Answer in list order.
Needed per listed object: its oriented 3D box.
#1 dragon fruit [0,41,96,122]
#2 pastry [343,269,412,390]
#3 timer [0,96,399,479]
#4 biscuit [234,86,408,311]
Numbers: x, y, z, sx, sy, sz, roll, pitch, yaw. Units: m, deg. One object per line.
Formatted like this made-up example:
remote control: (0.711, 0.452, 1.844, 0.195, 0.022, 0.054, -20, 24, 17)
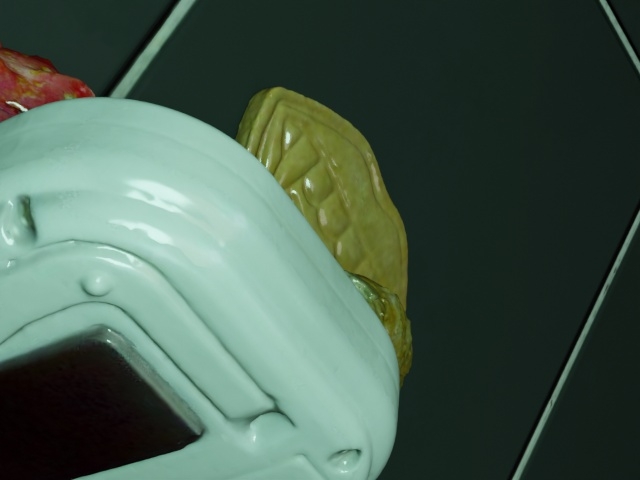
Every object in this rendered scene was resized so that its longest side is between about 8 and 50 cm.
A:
dragon fruit: (-0.147, -0.050, 0.562, 0.153, 0.153, 0.111, 55, 40, -32)
pastry: (-0.011, 0.084, 0.707, 0.153, 0.081, 0.153, -13, 121, -23)
timer: (-0.109, 0.063, 0.518, 0.237, 0.262, 0.087, 52, 30, -34)
biscuit: (0.000, 0.000, 0.771, 0.142, 0.029, 0.221, -40, 120, -34)
